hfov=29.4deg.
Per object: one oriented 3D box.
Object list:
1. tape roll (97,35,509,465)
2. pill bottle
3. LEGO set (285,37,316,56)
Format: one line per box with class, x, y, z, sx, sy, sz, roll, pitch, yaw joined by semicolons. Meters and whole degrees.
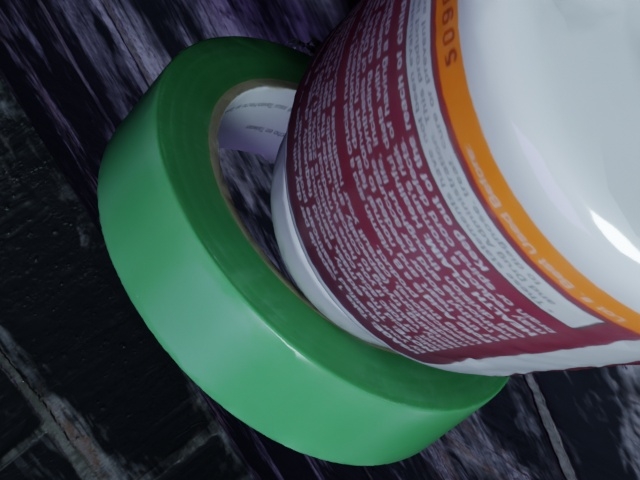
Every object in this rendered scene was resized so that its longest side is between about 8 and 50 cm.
tape roll;0.000;0.000;0.864;0.321;0.321;0.077;51;123;8
pill bottle;0.108;-0.049;0.587;0.224;0.224;0.392;54;163;-3
LEGO set;0.002;-0.146;1.048;0.054;0.023;0.083;42;174;40
